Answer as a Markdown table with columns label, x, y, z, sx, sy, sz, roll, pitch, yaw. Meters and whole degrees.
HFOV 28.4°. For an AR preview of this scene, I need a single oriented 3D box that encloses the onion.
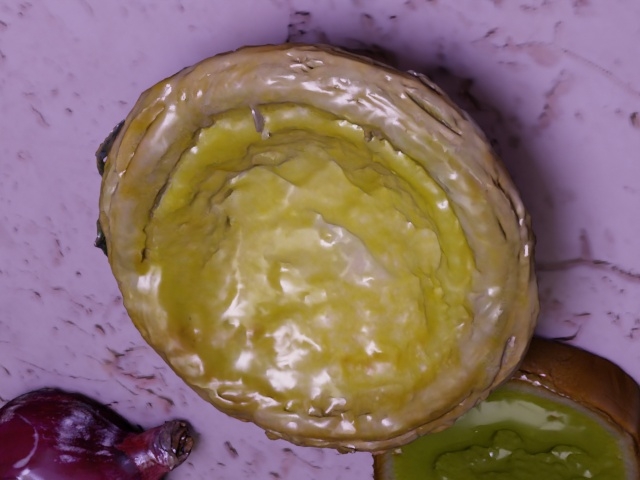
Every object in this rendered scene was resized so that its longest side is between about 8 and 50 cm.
| label | x | y | z | sx | sy | sz | roll | pitch | yaw |
| --- | --- | --- | --- | --- | --- | --- | --- | --- | --- |
| onion | -0.212 | 0.226 | 1.155 | 0.218 | 0.140 | 0.195 | -18 | 109 | 23 |

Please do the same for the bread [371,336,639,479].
| label | x | y | z | sx | sy | sz | roll | pitch | yaw |
| --- | --- | --- | --- | --- | --- | --- | --- | --- | --- |
| bread | 0.154 | 0.177 | 1.037 | 0.236 | 0.070 | 0.236 | 8 | 125 | 11 |

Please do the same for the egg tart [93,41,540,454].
| label | x | y | z | sx | sy | sz | roll | pitch | yaw |
| --- | --- | --- | --- | --- | --- | --- | --- | --- | --- |
| egg tart | 0.000 | 0.000 | 0.929 | 0.345 | 0.132 | 0.345 | 8 | 124 | 12 |
